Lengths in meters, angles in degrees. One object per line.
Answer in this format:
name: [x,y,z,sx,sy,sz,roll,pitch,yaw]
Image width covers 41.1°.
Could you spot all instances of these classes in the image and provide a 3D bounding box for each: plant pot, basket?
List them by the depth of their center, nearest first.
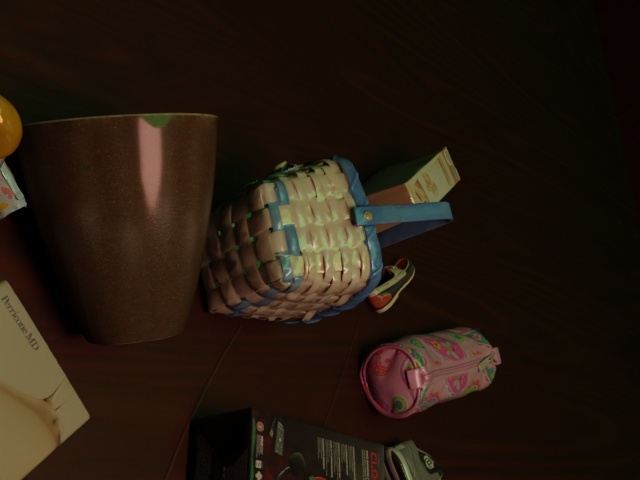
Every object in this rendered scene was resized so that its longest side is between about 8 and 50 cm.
plant pot: [-0.207,-0.011,0.920,0.215,0.215,0.231,-11,98,-54]
basket: [0.000,0.000,1.125,0.288,0.254,0.201,1,72,-41]

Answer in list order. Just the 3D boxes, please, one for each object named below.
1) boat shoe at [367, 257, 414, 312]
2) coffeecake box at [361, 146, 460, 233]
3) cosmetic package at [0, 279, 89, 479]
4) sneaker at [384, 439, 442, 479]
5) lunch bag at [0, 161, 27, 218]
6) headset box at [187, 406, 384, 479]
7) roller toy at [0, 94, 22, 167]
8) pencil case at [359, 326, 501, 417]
boat shoe: [0.117,0.066,1.431,0.043,0.049,0.137,57,42,-16]
coffeecake box: [0.131,-0.079,1.429,0.185,0.142,0.068,-41,109,-52]
cosmetic package: [-0.356,0.179,0.691,0.160,0.113,0.309,62,37,-13]
sneaker: [0.162,0.412,1.306,0.132,0.086,0.229,-12,84,-57]
lunch bag: [-0.332,-0.054,0.849,0.071,0.083,0.053,61,37,-13]
headset box: [-0.026,0.347,1.058,0.293,0.110,0.218,29,53,-44]
roller toy: [-0.369,-0.085,0.715,0.191,0.209,0.146,31,49,-23]
pencil case: [0.186,0.209,1.397,0.284,0.124,0.124,0,75,-52]
